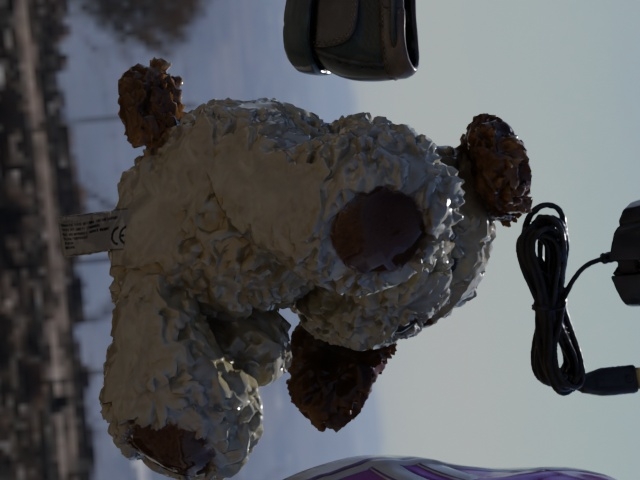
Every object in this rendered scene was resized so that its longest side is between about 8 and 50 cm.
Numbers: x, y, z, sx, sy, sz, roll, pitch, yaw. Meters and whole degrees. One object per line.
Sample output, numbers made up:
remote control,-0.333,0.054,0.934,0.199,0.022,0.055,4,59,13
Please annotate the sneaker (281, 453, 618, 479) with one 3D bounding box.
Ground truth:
sneaker,0.088,0.186,1.124,0.161,0.282,0.102,-155,-119,-71

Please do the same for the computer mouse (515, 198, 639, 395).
computer mouse,0.286,0.042,1.525,0.060,0.262,0.184,-128,-150,-59

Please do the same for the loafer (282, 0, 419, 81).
loafer,0.047,-0.228,1.173,0.096,0.084,0.267,-2,104,-65

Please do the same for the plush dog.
plush dog,0.000,0.000,1.103,0.262,0.225,0.211,-48,-131,28
